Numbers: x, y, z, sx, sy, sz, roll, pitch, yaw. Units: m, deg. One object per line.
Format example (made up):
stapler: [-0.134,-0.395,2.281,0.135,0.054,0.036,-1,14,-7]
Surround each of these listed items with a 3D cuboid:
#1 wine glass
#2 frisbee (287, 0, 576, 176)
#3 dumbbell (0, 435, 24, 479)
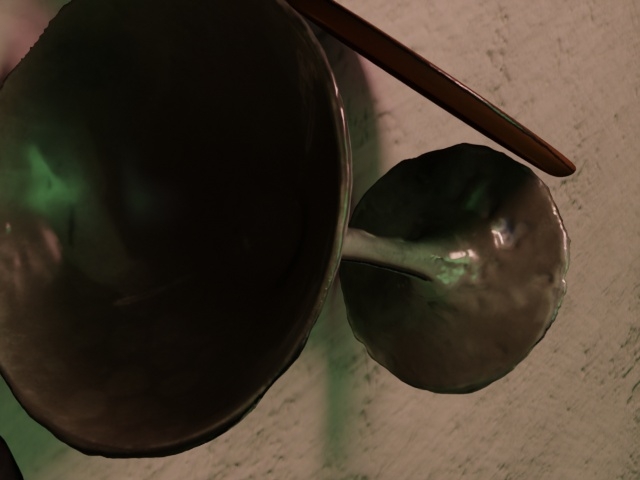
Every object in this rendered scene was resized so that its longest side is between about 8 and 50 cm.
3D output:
wine glass: [0.000,0.000,0.776,0.406,0.267,0.267,12,90,-59]
frisbee: [0.077,-0.116,0.842,0.251,0.251,0.021,24,101,-53]
dumbbell: [-0.196,0.206,0.672,0.100,0.100,0.191,-43,130,-39]
